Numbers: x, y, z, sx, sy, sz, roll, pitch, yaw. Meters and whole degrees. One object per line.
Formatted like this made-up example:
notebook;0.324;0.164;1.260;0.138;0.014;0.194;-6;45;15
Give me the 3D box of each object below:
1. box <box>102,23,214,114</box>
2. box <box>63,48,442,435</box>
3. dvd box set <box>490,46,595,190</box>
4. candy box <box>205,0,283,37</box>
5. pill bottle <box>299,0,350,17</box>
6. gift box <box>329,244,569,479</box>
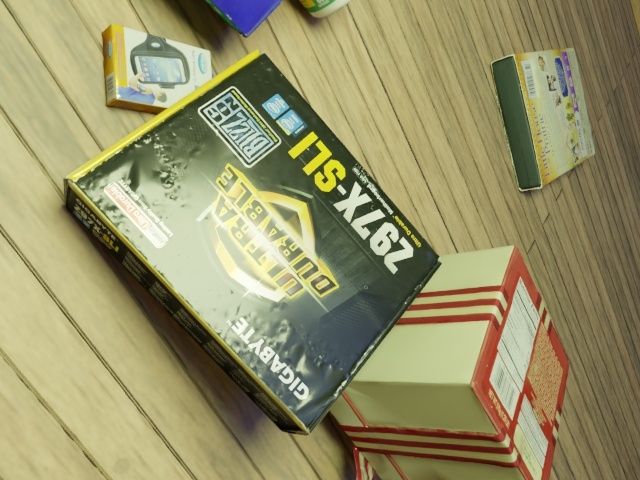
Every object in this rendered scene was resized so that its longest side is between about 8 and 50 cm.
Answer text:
box;-0.171;-0.182;0.594;0.136;0.028;0.081;-2;85;-43
box;-0.053;-0.006;0.564;0.322;0.079;0.257;49;59;-6
dvd box set;0.574;-0.319;1.334;0.420;0.062;0.308;-25;102;-44
candy box;-0.105;-0.422;0.530;0.268;0.122;0.317;-44;122;9
pill bottle;-0.031;-0.415;0.704;0.208;0.117;0.118;40;58;-34
gift box;0.136;0.174;0.683;0.276;0.258;0.255;-48;117;-42
